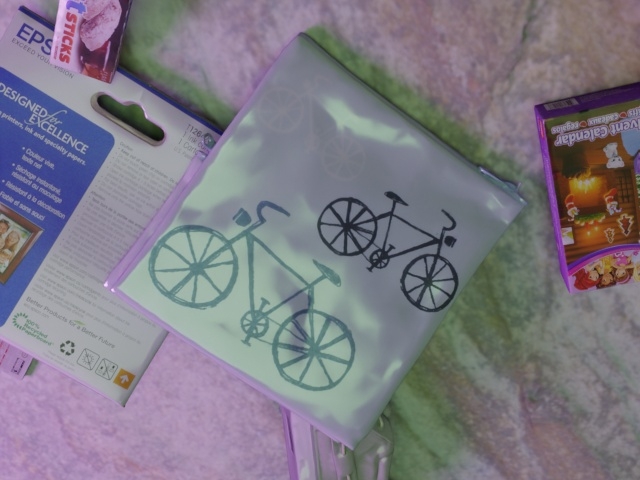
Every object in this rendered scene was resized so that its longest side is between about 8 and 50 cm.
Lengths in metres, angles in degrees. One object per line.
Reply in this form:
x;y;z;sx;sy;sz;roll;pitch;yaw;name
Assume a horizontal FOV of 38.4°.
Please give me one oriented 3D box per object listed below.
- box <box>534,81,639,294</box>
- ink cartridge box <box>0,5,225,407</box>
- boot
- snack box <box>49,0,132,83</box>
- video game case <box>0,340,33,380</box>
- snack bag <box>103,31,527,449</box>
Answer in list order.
0.383;-0.070;0.944;0.293;0.057;0.201;-12;113;8;box
-0.258;-0.031;0.970;0.303;0.072;0.307;32;87;-10;ink cartridge box
0.019;0.191;1.072;0.123;0.095;0.259;-10;112;-13;boot
-0.209;-0.228;0.861;0.064;0.022;0.178;19;136;-9;snack box
-0.391;0.105;1.085;0.122;0.011;0.087;28;113;-9;video game case
0.000;0.000;0.964;0.323;0.037;0.343;35;91;-11;snack bag
